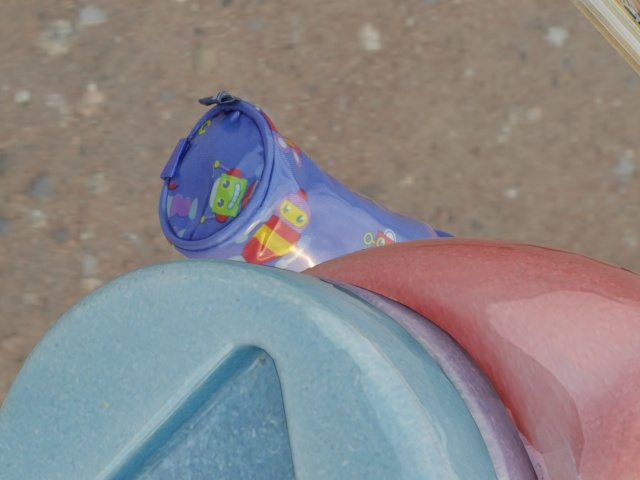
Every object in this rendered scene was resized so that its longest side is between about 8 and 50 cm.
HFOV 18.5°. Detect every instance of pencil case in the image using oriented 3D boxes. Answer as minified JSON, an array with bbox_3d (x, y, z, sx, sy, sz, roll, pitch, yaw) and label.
[{"bbox_3d":[0.000,0.000,1.512,0.306,0.133,0.119,31,90,-46],"label":"pencil case"}]

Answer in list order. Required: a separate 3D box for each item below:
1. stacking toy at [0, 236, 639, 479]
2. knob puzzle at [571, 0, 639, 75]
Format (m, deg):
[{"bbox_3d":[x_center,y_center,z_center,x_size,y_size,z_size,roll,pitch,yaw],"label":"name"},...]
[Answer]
[{"bbox_3d":[0.029,0.160,0.413,0.130,0.279,0.309,-2,101,-57],"label":"stacking toy"},{"bbox_3d":[0.152,-0.066,0.755,0.030,0.213,0.213,-42,118,15],"label":"knob puzzle"}]
